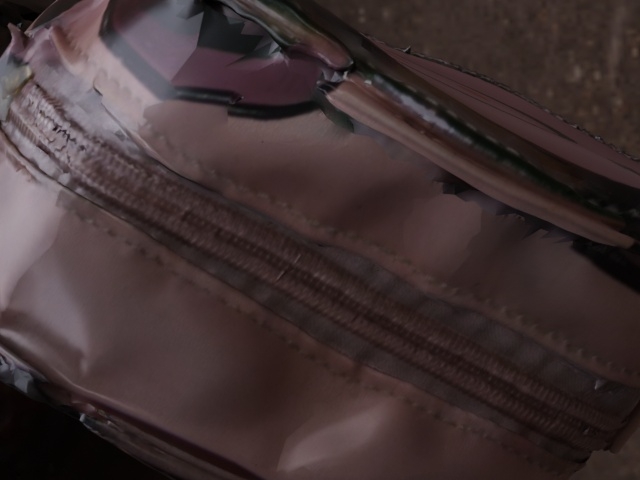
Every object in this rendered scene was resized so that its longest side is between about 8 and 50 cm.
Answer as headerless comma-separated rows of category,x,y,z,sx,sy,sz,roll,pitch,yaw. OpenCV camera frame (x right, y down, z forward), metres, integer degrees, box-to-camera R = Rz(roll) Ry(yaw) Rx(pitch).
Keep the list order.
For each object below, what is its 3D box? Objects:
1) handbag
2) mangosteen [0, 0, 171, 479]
handbag,0.001,-0.001,0.410,0.116,0.205,0.179,-61,12,9
mangosteen,-0.219,0.037,0.868,0.421,0.381,0.381,-11,87,42
